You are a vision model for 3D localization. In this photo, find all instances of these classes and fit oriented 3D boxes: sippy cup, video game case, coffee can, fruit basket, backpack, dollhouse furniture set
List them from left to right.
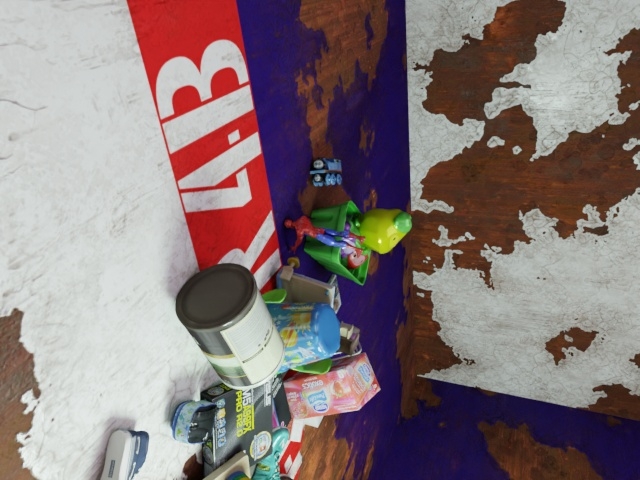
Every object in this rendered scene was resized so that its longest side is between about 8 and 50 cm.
[{"bbox_3d":[-0.321,0.452,1.221,0.114,0.084,0.105,42,58,-67],"label":"backpack"},{"bbox_3d":[-0.220,0.223,1.253,0.276,0.201,0.202,73,32,-42],"label":"coffee can"},{"bbox_3d":[-0.066,0.291,1.535,0.305,0.223,0.240,27,55,-55],"label":"sippy cup"},{"bbox_3d":[0.018,0.190,1.698,0.198,0.286,0.304,-57,156,-48],"label":"dollhouse furniture set"},{"bbox_3d":[0.037,0.270,2.100,0.190,0.022,0.173,-56,145,-46],"label":"video game case"},{"bbox_3d":[0.166,0.003,1.908,0.392,0.391,0.283,43,56,-62],"label":"fruit basket"}]

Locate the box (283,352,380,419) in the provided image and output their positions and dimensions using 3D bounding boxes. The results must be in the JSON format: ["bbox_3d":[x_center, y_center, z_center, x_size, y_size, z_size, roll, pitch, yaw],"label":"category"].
[{"bbox_3d":[0.032,0.504,1.689,0.154,0.299,0.142,-19,85,-53],"label":"box"}]

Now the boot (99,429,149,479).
[{"bbox_3d":[-0.414,0.500,1.032,0.086,0.069,0.190,40,57,-60],"label":"boot"}]

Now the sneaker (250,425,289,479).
[{"bbox_3d":[-0.158,0.715,1.536,0.107,0.109,0.276,21,92,-43],"label":"sneaker"}]

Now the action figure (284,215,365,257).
[{"bbox_3d":[0.000,0.000,1.705,0.139,0.280,0.092,119,-11,-53],"label":"action figure"}]

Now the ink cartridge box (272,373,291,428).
[{"bbox_3d":[-0.183,0.518,1.597,0.176,0.069,0.371,-53,140,-50],"label":"ink cartridge box"}]

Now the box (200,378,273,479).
[{"bbox_3d":[-0.234,0.526,1.397,0.216,0.060,0.271,-10,106,-46],"label":"box"}]

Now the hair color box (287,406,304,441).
[{"bbox_3d":[-0.095,0.651,1.777,0.072,0.043,0.141,39,57,-50],"label":"hair color box"}]

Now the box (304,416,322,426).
[{"bbox_3d":[-0.044,0.648,1.897,0.087,0.101,0.102,-51,141,-51],"label":"box"}]

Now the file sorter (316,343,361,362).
[{"bbox_3d":[0.073,0.508,1.951,0.193,0.172,0.278,-115,-165,-60],"label":"file sorter"}]

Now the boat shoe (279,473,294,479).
[{"bbox_3d":[-0.144,0.899,1.726,0.324,0.096,0.117,45,54,-61],"label":"boat shoe"}]

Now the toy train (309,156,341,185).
[{"bbox_3d":[0.022,-0.263,1.875,0.184,0.080,0.105,-13,98,-64],"label":"toy train"}]

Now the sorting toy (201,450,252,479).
[{"bbox_3d":[-0.268,0.751,1.304,0.257,0.089,0.256,-24,121,-42],"label":"sorting toy"}]
